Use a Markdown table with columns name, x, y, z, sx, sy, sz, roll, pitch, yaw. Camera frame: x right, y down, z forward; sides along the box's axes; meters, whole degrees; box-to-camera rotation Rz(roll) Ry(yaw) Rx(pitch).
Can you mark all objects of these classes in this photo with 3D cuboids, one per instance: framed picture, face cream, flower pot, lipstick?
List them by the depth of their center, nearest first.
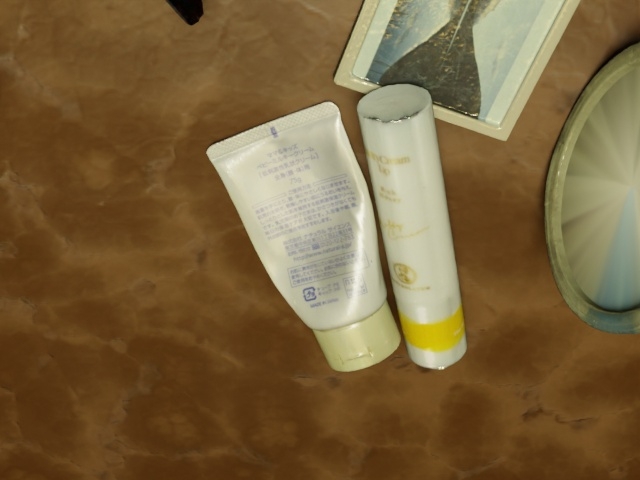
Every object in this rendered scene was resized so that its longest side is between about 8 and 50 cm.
| name | x | y | z | sx | sy | sz | roll | pitch | yaw |
| --- | --- | --- | --- | --- | --- | --- | --- | --- | --- |
| framed picture | 0.113 | -0.181 | 0.671 | 0.150 | 0.015 | 0.203 | 17 | 123 | -11 |
| flower pot | 0.306 | -0.031 | 0.676 | 0.203 | 0.212 | 0.212 | 5 | 125 | -15 |
| lipstick | 0.080 | -0.004 | 0.758 | 0.059 | 0.059 | 0.264 | -9 | 128 | 6 |
| face cream | 0.000 | 0.000 | 0.778 | 0.114 | 0.070 | 0.224 | -19 | 110 | 12 |

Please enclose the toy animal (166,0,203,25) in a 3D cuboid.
| name | x | y | z | sx | sy | sz | roll | pitch | yaw |
| --- | --- | --- | --- | --- | --- | --- | --- | --- | --- |
| toy animal | -0.042 | -0.243 | 0.605 | 0.210 | 0.121 | 0.117 | -30 | 76 | 1 |
